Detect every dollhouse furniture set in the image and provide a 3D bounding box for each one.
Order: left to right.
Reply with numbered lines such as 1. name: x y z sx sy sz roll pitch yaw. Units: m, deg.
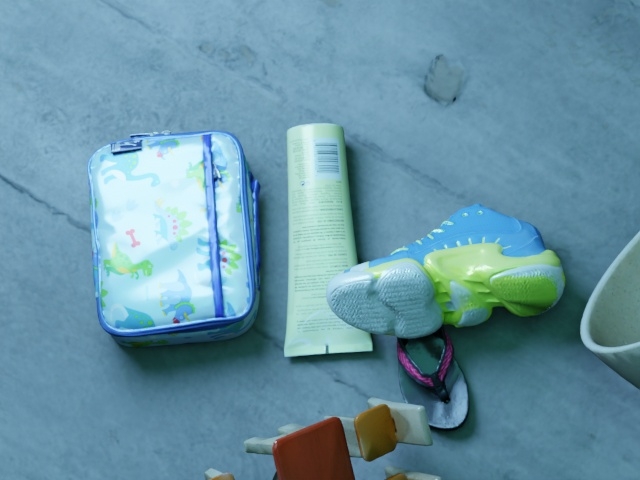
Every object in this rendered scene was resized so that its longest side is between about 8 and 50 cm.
1. dollhouse furniture set: 0.013 0.299 1.842 0.262 0.135 0.259 -20 103 -34

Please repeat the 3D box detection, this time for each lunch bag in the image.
1. lunch bag: -0.149 -0.004 2.022 0.176 0.090 0.219 -4 76 2

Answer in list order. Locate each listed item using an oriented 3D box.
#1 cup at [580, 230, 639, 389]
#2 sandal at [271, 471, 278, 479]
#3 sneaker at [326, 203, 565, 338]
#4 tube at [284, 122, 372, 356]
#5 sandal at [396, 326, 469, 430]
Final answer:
1. cup: 0.449 0.071 1.844 0.331 0.331 0.237 -45 100 -6
2. sandal: -0.039 0.308 1.939 0.060 0.090 0.219 24 71 -10
3. sneaker: 0.124 0.028 1.978 0.240 0.091 0.126 -1 39 -2
4. tube: 0.000 0.000 2.023 0.070 0.062 0.240 -16 74 47
5. sandal: 0.106 0.109 1.986 0.067 0.040 0.179 -14 74 1
